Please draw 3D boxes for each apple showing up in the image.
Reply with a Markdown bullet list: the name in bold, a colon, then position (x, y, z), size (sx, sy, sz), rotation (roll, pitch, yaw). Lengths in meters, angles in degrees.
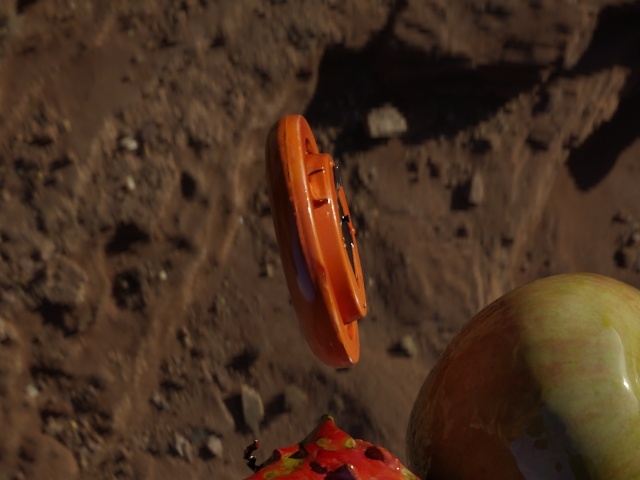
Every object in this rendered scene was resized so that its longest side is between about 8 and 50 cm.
- **apple**: position (0.197, 0.162, 1.426), size (0.234, 0.257, 0.256), rotation (-26, 62, 35)

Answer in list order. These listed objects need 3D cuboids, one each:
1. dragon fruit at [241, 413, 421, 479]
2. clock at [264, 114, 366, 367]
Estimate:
- **dragon fruit**: position (-0.013, 0.266, 1.298), size (0.205, 0.210, 0.268), rotation (38, 53, 26)
- **clock**: position (0.000, 0.000, 1.365), size (0.051, 0.205, 0.205), rotation (-12, 67, 6)
